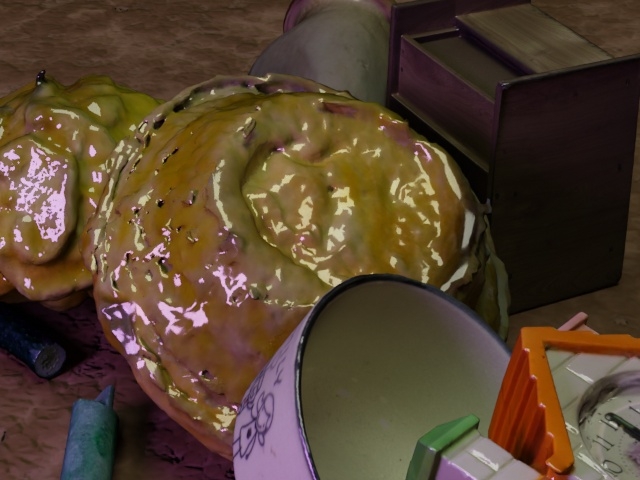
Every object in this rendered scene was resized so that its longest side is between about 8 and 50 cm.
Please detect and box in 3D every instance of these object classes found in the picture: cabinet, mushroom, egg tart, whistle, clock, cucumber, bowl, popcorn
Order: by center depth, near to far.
[{"bbox_3d":[0.204,0.145,0.991,0.255,0.106,0.220,33,41,25],"label":"clock"},{"bbox_3d":[0.036,0.152,1.084,0.126,0.237,0.238,-34,9,36],"label":"bowl"},{"bbox_3d":[-0.163,0.164,1.198,0.039,0.039,0.186,0,30,-2],"label":"whistle"},{"bbox_3d":[0.000,0.000,1.258,0.345,0.132,0.345,11,54,-15],"label":"egg tart"},{"bbox_3d":[-0.248,0.068,1.370,0.032,0.032,0.133,-22,35,-33],"label":"cucumber"},{"bbox_3d":[-0.217,-0.044,1.376,0.266,0.192,0.233,-16,20,-24],"label":"popcorn"},{"bbox_3d":[0.159,-0.080,1.449,0.148,0.215,0.175,-14,33,-24],"label":"cabinet"},{"bbox_3d":[-0.011,-0.107,1.570,0.154,0.137,0.407,-28,22,24],"label":"mushroom"}]
